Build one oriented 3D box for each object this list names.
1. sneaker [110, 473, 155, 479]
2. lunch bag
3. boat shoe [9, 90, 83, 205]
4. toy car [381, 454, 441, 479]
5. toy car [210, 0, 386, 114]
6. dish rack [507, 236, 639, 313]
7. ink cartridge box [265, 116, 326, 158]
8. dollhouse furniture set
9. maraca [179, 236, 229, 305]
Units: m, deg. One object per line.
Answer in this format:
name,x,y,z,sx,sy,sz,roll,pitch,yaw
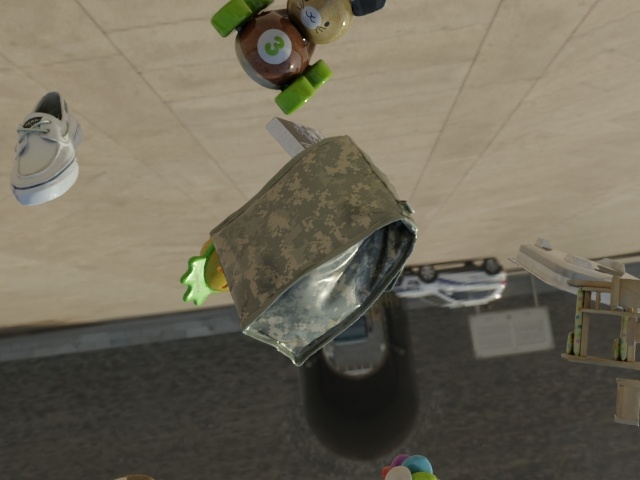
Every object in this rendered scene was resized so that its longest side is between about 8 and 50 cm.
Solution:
sneaker,-0.323,0.394,0.988,0.192,0.064,0.086,-17,-161,0
lunch bag,0.000,0.000,1.073,0.287,0.235,0.169,-41,132,12
boat shoe,-0.353,-0.122,0.893,0.083,0.076,0.226,-17,-148,-5
toy car,0.196,0.565,1.639,0.159,0.136,0.182,26,125,-21
toy car,-0.012,-0.284,0.901,0.188,0.155,0.149,-32,-165,33
dish rack,0.567,0.072,1.479,0.285,0.072,0.333,17,-171,-3
ink cartridge box,-0.006,-0.200,1.700,0.045,0.208,0.206,-47,156,20
dollhouse furniture set,0.358,0.140,0.904,0.101,0.182,0.161,4,174,22
maraca,-0.167,0.040,1.225,0.099,0.127,0.186,27,-134,32
